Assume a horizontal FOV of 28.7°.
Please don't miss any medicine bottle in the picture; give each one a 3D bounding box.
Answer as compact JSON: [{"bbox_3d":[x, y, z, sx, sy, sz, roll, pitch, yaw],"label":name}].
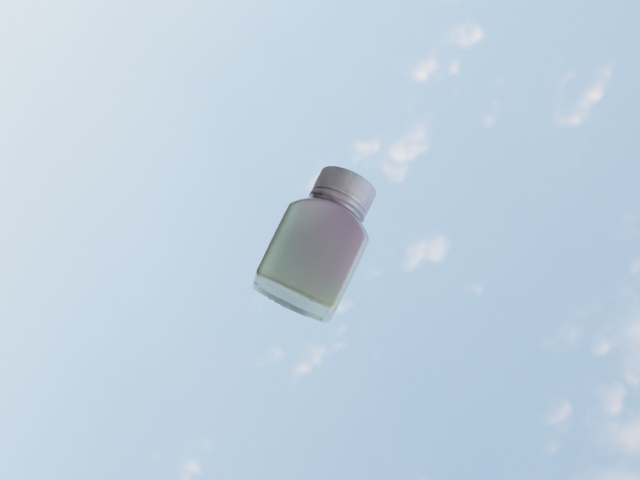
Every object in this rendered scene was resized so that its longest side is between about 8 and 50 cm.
[{"bbox_3d":[0.000,0.000,1.039,0.055,0.074,0.118,110,5,-70],"label":"medicine bottle"}]
